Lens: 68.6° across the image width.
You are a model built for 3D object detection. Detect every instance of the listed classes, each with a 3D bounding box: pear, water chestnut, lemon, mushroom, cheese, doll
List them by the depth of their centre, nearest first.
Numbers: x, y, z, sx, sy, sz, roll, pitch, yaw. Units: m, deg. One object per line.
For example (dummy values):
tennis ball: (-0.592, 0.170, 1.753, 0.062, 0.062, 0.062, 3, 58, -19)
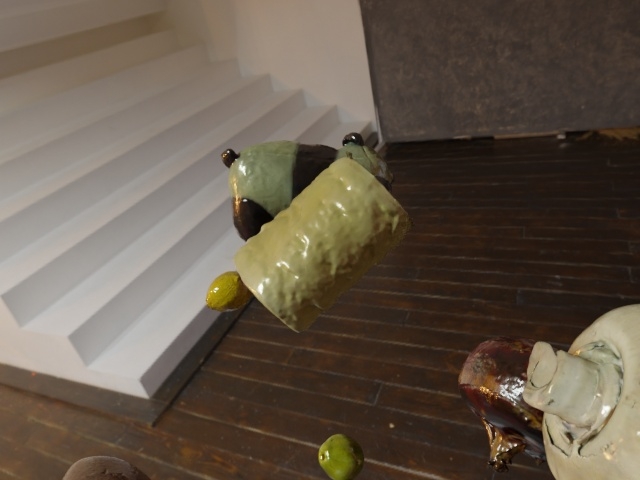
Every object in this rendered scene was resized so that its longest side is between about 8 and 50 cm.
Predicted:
cheese: (0.000, 0.000, 0.485, 0.167, 0.094, 0.123, -42, 50, 0)
mushroom: (0.329, 0.184, 0.512, 0.202, 0.246, 0.246, 19, 36, 7)
doll: (-0.016, -0.070, 0.646, 0.234, 0.135, 0.144, 4, 56, 4)
lemon: (-0.146, 0.082, 0.768, 0.092, 0.065, 0.065, -32, 32, -6)
pear: (0.048, 0.442, 0.960, 0.097, 0.092, 0.092, 15, 13, -34)
water chestnut: (0.481, 0.398, 1.087, 0.302, 0.350, 0.350, -46, 40, -17)

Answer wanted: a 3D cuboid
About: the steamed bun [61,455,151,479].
steamed bun: (-0.397, 0.585, 0.935, 0.199, 0.301, 0.251, -22, 5, -2)
